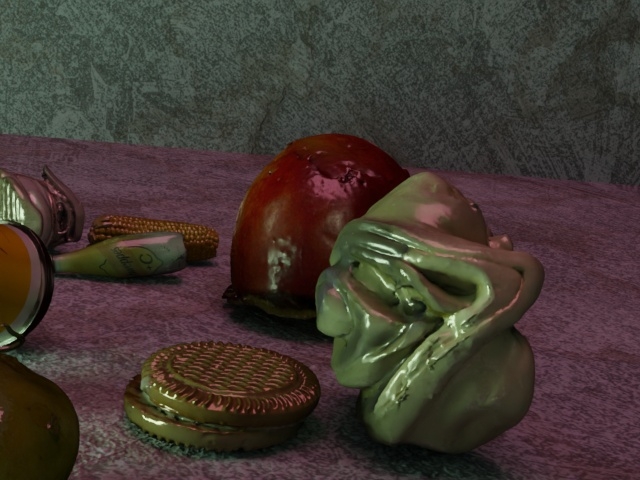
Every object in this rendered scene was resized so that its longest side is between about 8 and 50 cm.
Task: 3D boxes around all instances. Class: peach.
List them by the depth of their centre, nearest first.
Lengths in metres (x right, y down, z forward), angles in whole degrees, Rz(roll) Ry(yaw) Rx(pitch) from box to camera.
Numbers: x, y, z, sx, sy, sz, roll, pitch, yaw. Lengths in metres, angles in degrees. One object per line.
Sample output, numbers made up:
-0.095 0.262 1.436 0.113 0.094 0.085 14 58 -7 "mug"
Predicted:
0.000 0.000 1.986 0.339 0.353 0.416 1 45 17 "peach"

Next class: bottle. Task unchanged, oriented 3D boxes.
-0.385 0.034 2.064 0.270 0.083 0.083 -8 17 -15 "bottle"

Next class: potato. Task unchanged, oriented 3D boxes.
-0.339 0.201 1.151 0.148 0.186 0.253 -36 21 0 "potato"

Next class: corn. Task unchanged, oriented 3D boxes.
-0.330 0.000 2.204 0.260 0.091 0.091 5 11 -20 "corn"

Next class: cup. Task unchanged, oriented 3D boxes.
-0.515 0.048 1.556 0.196 0.196 0.280 13 -5 26 "cup"

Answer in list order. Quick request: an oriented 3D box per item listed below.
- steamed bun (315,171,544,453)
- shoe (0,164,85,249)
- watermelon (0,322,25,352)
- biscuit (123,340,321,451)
0.117 0.093 1.450 0.247 0.352 0.339 10 13 -29 "steamed bun"
-0.545 -0.055 2.116 0.198 0.172 0.351 1 9 -29 "shoe"
-0.474 0.143 1.419 0.187 0.140 0.141 2 14 -21 "watermelon"
-0.129 0.202 1.468 0.259 0.079 0.259 8 14 -2 "biscuit"
